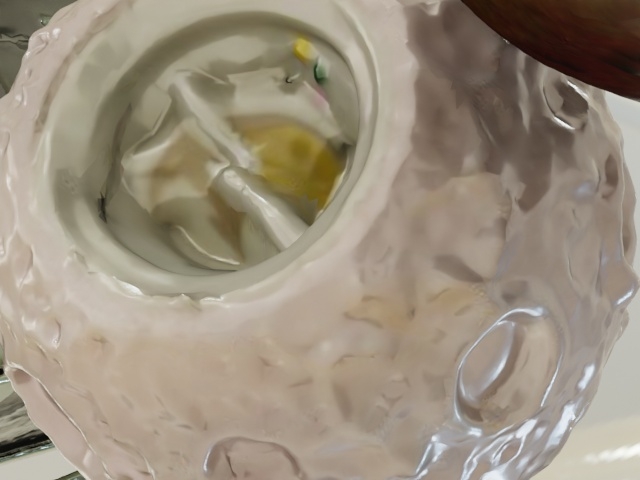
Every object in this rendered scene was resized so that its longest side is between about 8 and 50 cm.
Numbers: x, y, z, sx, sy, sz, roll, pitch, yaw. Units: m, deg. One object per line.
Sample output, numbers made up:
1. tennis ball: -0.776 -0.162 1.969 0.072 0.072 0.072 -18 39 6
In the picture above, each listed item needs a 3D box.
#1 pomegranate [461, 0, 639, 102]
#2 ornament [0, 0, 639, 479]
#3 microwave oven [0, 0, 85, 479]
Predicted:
1. pomegranate: 0.168 -0.187 0.433 0.291 0.291 0.323 25 -99 -48
2. ornament: 0.000 0.000 0.599 0.259 0.259 0.225 -30 -28 6
3. microwave oven: -0.217 -0.013 1.076 0.394 0.333 0.247 -10 -27 -51
